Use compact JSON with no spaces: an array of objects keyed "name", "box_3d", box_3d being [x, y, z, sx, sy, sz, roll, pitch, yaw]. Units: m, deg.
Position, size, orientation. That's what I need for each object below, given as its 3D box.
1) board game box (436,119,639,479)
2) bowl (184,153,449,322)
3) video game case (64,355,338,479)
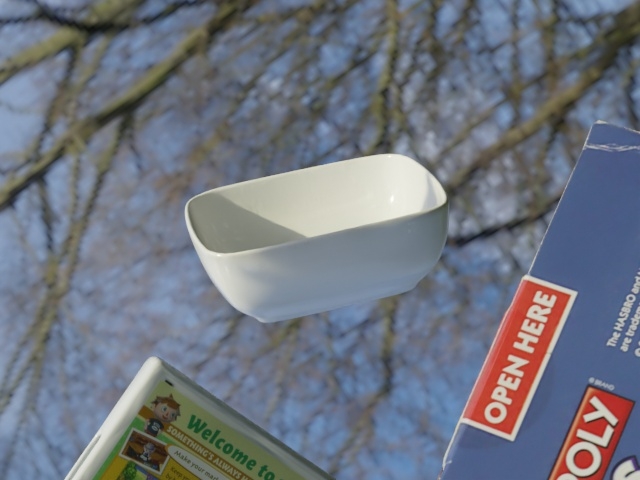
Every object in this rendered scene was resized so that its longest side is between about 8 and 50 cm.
[{"name":"board game box","box_3d":[0.106,0.022,0.400,0.194,0.060,0.194,-65,-28,-11]},{"name":"bowl","box_3d":[0.000,0.000,1.031,0.142,0.142,0.053,-122,19,-71]},{"name":"video game case","box_3d":[-0.062,0.199,0.998,0.212,0.193,0.023,36,173,-18]}]
